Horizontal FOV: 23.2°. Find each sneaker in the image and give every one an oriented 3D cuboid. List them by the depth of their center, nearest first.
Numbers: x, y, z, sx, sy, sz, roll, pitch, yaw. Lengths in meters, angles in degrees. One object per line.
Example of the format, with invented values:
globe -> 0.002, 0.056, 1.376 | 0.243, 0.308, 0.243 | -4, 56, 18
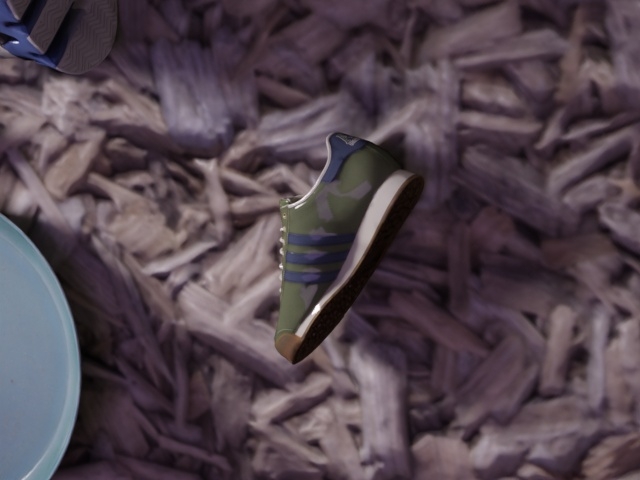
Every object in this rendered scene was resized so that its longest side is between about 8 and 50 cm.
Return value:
sneaker -> -0.317, -0.238, 1.201 | 0.182, 0.127, 0.315 | -5, 137, 36
sneaker -> 0.000, 0.000, 1.213 | 0.086, 0.064, 0.192 | 41, 119, 17

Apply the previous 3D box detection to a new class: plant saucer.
plant saucer -> -0.347, 0.109, 1.381 | 0.318, 0.044, 0.317 | 1, 93, 17

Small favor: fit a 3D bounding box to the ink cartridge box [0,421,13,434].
ink cartridge box -> -0.390, 0.216, 1.472 | 0.223, 0.045, 0.224 | 26, 114, 15
